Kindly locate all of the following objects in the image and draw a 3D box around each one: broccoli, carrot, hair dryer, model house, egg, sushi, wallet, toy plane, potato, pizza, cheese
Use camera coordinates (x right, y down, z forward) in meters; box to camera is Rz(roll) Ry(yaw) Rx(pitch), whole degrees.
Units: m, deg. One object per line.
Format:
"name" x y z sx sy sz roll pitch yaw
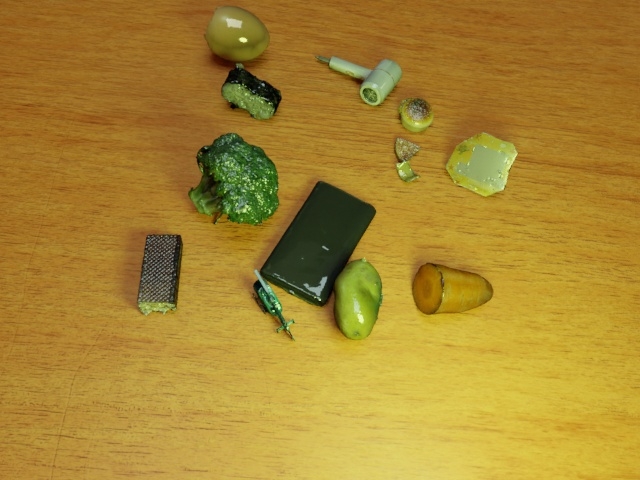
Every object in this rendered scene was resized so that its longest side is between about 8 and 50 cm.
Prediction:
"broccoli" -0.264 -0.165 1.757 0.283 0.321 0.304 -25 70 22
"carrot" 0.418 0.145 1.703 0.225 0.159 0.159 1 58 -18
"hair dryer" 0.124 -0.658 2.199 0.357 0.107 0.173 26 58 20
"model house" 0.579 -0.282 2.001 0.219 0.207 0.136 22 22 18
"egg" -0.317 -0.789 2.154 0.244 0.201 0.201 11 58 -1
"sushi" -0.253 -0.531 2.050 0.212 0.147 0.115 25 51 -11
"wallet" 0.000 0.001 1.787 0.228 0.062 0.406 26 58 10
"toy plane" -0.134 0.193 1.637 0.060 0.096 0.235 -30 84 -19
"potato" 0.109 0.174 1.630 0.143 0.169 0.248 -12 45 21
"pizza" 0.307 -0.317 2.037 0.100 0.029 0.099 20 67 9
"cheese" 0.306 -0.243 1.981 0.060 0.041 0.084 -28 81 -13

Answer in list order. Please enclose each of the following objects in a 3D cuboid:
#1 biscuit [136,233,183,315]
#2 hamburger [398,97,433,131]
"biscuit" -0.474 0.099 1.668 0.106 0.070 0.252 1 59 -4
"hamburger" 0.359 -0.478 2.106 0.126 0.081 0.141 -11 61 -12
